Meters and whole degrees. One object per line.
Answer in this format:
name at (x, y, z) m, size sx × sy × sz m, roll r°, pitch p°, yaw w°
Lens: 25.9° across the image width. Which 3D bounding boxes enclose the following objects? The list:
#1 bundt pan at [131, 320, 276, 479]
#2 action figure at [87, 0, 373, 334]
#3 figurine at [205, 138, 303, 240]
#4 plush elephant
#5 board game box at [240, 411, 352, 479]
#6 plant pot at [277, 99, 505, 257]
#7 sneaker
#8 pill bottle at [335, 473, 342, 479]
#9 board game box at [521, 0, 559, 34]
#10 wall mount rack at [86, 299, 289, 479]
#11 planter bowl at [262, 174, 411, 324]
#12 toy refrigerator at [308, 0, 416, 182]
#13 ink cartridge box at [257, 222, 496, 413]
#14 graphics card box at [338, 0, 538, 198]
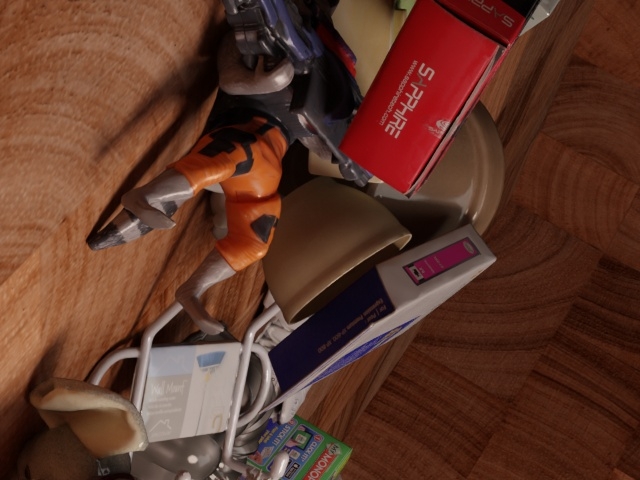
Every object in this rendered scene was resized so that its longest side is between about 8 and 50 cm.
bundt pan at (-0.170, 0.277, 1.869) m, size 0.330 × 0.124 × 0.331 m, roll -55°, pitch 167°, yaw -20°
action figure at (-0.085, -0.128, 1.296) m, size 0.330 × 0.179 × 0.341 m, roll -61°, pitch 141°, yaw -26°
figurine at (-0.060, -0.110, 1.506) m, size 0.215 × 0.092 × 0.209 m, roll -56°, pitch 160°, yaw -11°
plush elephant at (-0.234, 0.285, 1.384) m, size 0.330 × 0.255 × 0.271 m, roll -43°, pitch 152°, yaw -31°
board game box at (-0.118, 0.365, 2.076) m, size 0.317 × 0.214 × 0.046 m, roll -47°, pitch 163°, yaw -46°
plant pot at (0.062, -0.087, 1.732) m, size 0.229 × 0.263 × 0.263 m, roll -4°, pitch 125°, yaw -56°
sneaker at (-0.040, 0.141, 2.034) m, size 0.210 × 0.137 × 0.366 m, roll -57°, pitch 172°, yaw -26°
pill bottle at (-0.148, 0.518, 2.289) m, size 0.407 × 0.229 × 0.229 m, roll -62°, pitch 168°, yaw 13°
board game box at (0.227, -0.331, 1.822) m, size 0.224 × 0.097 × 0.303 m, roll -53°, pitch -170°, yaw -31°
wall mount rack at (-0.108, 0.140, 1.615) m, size 0.350 × 0.131 × 0.304 m, roll 2°, pitch 101°, yaw -58°
planter bowl at (0.000, 0.000, 1.482) m, size 0.162 × 0.109 × 0.162 m, roll -36°, pitch 171°, yaw -6°
toy refrigerator at (0.052, -0.204, 1.450) m, size 0.102 × 0.094 × 0.269 m, roll -35°, pitch 131°, yaw -64°
ink cartridge box at (0.061, 0.081, 1.578) m, size 0.176 × 0.069 × 0.371 m, roll -40°, pitch 173°, yaw 27°
graphics card box at (0.163, -0.239, 1.298) m, size 0.371 × 0.094 × 0.233 m, roll -55°, pitch 176°, yaw -35°
